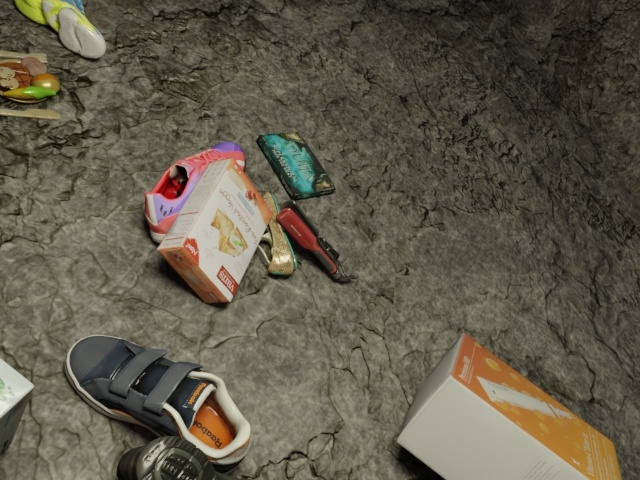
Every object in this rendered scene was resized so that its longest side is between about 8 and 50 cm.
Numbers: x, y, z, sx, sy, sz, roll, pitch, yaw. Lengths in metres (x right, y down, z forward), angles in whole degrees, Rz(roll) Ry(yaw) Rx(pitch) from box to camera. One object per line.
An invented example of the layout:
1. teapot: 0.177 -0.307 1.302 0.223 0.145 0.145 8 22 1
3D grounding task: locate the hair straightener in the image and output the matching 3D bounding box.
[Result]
1. hair straightener: 0.000 0.000 1.325 0.230 0.047 0.089 44 28 -18

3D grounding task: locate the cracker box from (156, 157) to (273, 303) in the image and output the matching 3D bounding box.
1. cracker box: -0.188 -0.019 1.172 0.155 0.067 0.232 56 42 -37

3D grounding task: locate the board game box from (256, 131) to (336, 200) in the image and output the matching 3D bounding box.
1. board game box: -0.058 -0.181 1.493 0.126 0.026 0.186 -14 63 -39

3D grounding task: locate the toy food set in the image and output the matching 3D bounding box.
1. toy food set: -0.597 -0.328 1.261 0.133 0.038 0.192 -4 57 -35

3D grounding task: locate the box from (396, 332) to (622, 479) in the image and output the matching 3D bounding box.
1. box: 0.339 0.362 1.124 0.345 0.168 0.215 36 21 8

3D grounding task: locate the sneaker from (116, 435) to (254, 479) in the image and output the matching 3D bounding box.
1. sneaker: -0.169 0.376 0.903 0.286 0.130 0.109 49 48 -21

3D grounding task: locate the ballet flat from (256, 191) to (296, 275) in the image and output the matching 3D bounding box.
1. ballet flat: -0.109 -0.017 1.298 0.067 0.073 0.206 -9 55 -21

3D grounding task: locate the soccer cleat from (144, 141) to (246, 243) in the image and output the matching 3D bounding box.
1. soccer cleat: -0.242 -0.126 1.247 0.109 0.116 0.318 10 42 20

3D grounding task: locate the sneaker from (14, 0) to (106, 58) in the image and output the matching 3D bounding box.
1. sneaker: -0.554 -0.506 1.401 0.240 0.091 0.126 37 43 0

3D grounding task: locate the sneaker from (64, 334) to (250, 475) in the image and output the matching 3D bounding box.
1. sneaker: -0.241 0.233 0.963 0.321 0.127 0.126 34 45 -2

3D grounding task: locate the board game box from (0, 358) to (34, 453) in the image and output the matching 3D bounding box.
1. board game box: -0.483 0.281 0.694 0.098 0.224 0.303 38 43 -1
